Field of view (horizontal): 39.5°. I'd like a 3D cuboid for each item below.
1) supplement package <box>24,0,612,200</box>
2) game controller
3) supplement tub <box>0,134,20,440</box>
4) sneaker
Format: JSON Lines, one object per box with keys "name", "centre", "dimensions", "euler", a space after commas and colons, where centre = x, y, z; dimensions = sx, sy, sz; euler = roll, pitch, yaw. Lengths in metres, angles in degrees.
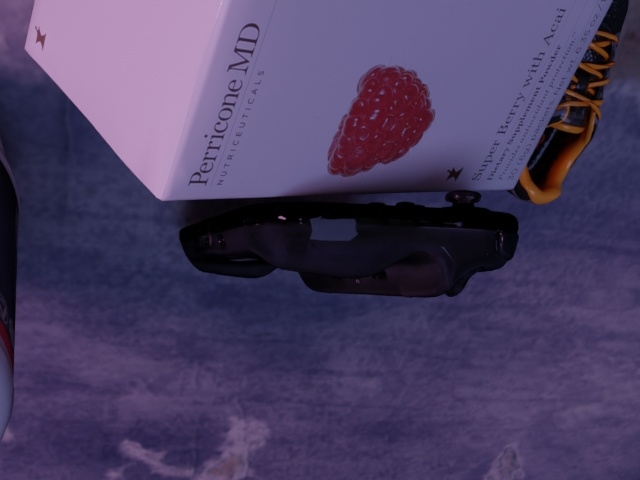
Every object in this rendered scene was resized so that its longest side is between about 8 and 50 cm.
{"name": "supplement package", "centre": [0.009, -0.142, 0.534], "dimensions": [0.293, 0.175, 0.177], "euler": [-5, 128, -42]}
{"name": "game controller", "centre": [0.000, 0.000, 0.626], "dimensions": [0.166, 0.319, 0.067], "euler": [11, 84, -17]}
{"name": "supplement tub", "centre": [-0.286, 0.016, 0.549], "dimensions": [0.191, 0.272, 0.191], "euler": [-9, 129, -11]}
{"name": "sneaker", "centre": [0.199, -0.125, 0.717], "dimensions": [0.084, 0.083, 0.215], "euler": [5, 119, -17]}
